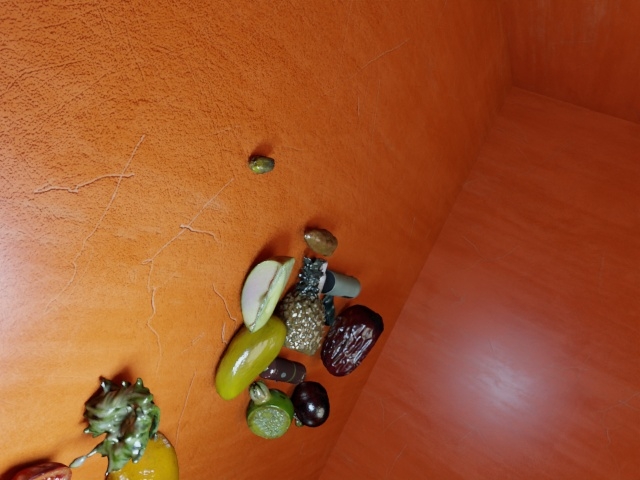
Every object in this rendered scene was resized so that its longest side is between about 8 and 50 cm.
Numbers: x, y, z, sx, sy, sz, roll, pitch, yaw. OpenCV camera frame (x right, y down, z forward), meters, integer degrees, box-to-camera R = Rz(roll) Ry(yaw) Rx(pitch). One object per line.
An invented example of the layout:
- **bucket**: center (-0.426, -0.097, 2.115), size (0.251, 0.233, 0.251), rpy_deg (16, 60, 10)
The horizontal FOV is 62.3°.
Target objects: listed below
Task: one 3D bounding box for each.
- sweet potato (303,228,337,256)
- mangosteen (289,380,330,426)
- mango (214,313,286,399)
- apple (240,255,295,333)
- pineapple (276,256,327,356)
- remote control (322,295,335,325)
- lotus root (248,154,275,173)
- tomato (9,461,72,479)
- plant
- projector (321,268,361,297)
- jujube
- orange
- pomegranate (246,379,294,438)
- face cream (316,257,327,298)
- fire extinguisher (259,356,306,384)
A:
- **sweet potato**: center (0.000, 0.000, 1.986), size (0.097, 0.097, 0.251), rpy_deg (-62, 157, -2)
- **mangosteen**: center (-0.060, 0.782, 2.537), size (0.216, 0.216, 0.216), rpy_deg (-45, 150, -35)
- **mango**: center (-0.246, 0.391, 1.833), size (0.332, 0.142, 0.195), rpy_deg (-49, 147, -24)
- **apple**: center (-0.180, 0.158, 1.763), size (0.265, 0.119, 0.193), rpy_deg (-65, 168, 9)
- **pineapple**: center (-0.057, 0.238, 2.004), size (0.202, 0.201, 0.362), rpy_deg (2, 105, -64)
- **remote control**: center (0.037, 0.320, 2.437), size (0.072, 0.042, 0.222), rpy_deg (-46, 151, -31)
- **lotus root**: center (-0.162, -0.214, 1.496), size (0.099, 0.054, 0.049), rpy_deg (-22, 124, -55)
- **tomato**: center (-0.683, 0.599, 1.239), size (0.174, 0.082, 0.166), rpy_deg (-67, 160, -1)
- **plant**: center (-0.523, 0.466, 1.443), size (0.333, 0.180, 0.251), rpy_deg (169, -59, -84)
- **projector**: center (0.077, 0.192, 2.314), size (0.108, 0.108, 0.337), rpy_deg (-64, 155, 1)
- **jujube**: center (0.151, 0.483, 2.601), size (0.377, 0.258, 0.258), rpy_deg (-48, 157, 6)
- **orange**: center (-0.561, 0.751, 1.629), size (0.274, 0.274, 0.311), rpy_deg (35, 52, -66)
- **pomegranate**: center (-0.224, 0.679, 2.170), size (0.190, 0.240, 0.159), rpy_deg (-48, -163, 20)
- **face cream**: center (-0.034, 0.195, 2.127), size (0.082, 0.081, 0.269), rpy_deg (-18, 130, -57)
- **fire extinguisher**: center (-0.183, 0.526, 2.144), size (0.141, 0.105, 0.341), rpy_deg (-43, 149, 7)
